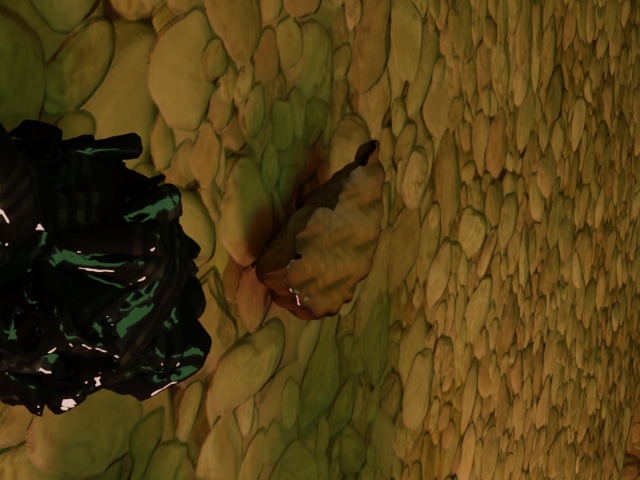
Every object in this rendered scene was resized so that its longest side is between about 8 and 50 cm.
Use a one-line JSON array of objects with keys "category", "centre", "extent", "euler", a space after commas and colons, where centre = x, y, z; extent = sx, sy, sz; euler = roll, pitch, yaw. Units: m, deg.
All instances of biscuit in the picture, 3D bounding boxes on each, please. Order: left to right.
[{"category": "biscuit", "centre": [0.000, 0.000, 0.939], "extent": [0.183, 0.061, 0.118], "euler": [-53, 142, -44]}]

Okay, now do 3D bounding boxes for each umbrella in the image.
[{"category": "umbrella", "centre": [-0.159, -0.029, 0.532], "extent": [0.337, 0.128, 0.154], "euler": [58, 45, -47]}]
